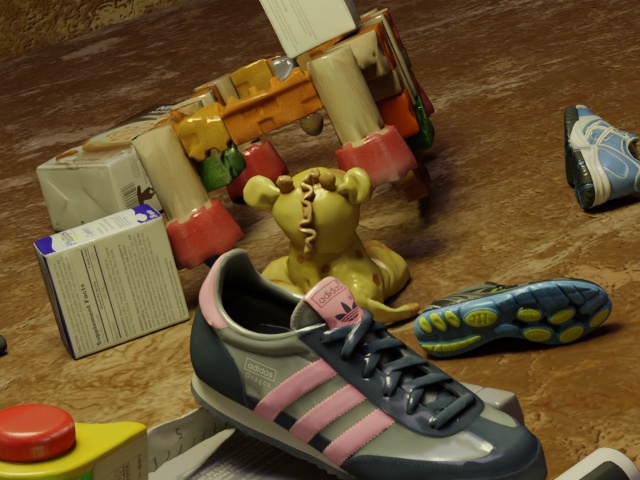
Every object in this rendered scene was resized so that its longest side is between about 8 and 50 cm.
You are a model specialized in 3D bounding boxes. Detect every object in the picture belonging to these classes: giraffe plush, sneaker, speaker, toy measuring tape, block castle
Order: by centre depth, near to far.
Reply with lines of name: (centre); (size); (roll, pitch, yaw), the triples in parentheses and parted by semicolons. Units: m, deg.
speaker: (0.173, 0.204, 1.269); (0.136, 0.055, 0.055); (-27, 22, -34)
sneaker: (0.028, 0.103, 1.342); (0.319, 0.131, 0.112); (17, 30, 28)
toy measuring tape: (-0.188, 0.168, 1.387); (0.121, 0.121, 0.330); (-2, 15, 33)
sneaker: (0.180, 0.062, 1.654); (0.188, 0.067, 0.078); (-10, 25, 21)
giraffe plush: (0.000, 0.000, 1.800); (0.181, 0.170, 0.210); (-16, 19, -6)
sneaker: (0.324, -0.096, 2.010); (0.081, 0.080, 0.211); (-7, 29, 2)
block castle: (-0.021, -0.112, 2.090); (0.303, 0.213, 0.453); (-23, 10, 11)

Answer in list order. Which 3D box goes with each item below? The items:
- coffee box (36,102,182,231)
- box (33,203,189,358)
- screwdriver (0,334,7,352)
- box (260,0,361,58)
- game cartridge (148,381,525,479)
coffee box: (-0.246, -0.102, 2.385); (0.141, 0.098, 0.246); (1, 24, 37)
box: (-0.228, 0.043, 1.911); (0.137, 0.126, 0.072); (-19, 20, -15)
screwdriver: (-0.423, 0.145, 1.925); (0.170, 0.024, 0.025); (-25, -7, -24)
box: (-0.014, -0.274, 2.005); (0.087, 0.102, 0.101); (-26, 9, 10)
game cartridge: (-0.031, 0.205, 1.413); (0.355, 0.068, 0.230); (-29, 20, -37)
